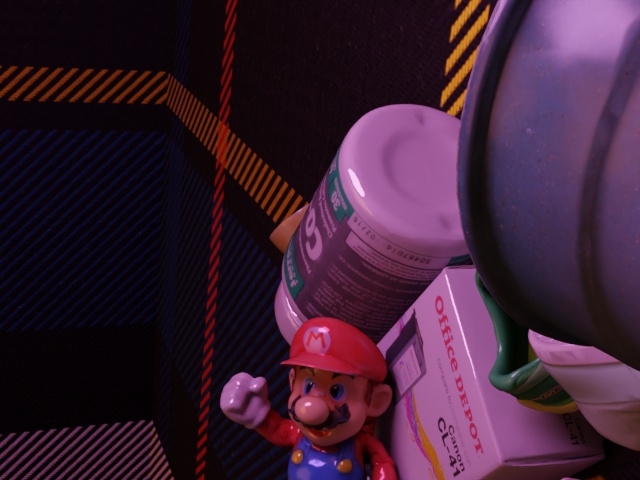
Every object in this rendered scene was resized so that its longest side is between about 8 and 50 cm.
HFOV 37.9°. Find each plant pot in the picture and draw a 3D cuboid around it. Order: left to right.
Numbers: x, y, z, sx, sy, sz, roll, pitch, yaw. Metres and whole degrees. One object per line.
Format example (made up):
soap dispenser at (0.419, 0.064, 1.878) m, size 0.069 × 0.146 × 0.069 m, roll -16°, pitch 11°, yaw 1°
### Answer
plant pot at (0.000, 0.000, 1.487) m, size 0.095 × 0.134 × 0.134 m, roll 57°, pitch 152°, yaw 9°
plant pot at (0.301, -0.022, 0.451) m, size 0.334 × 0.341 × 0.341 m, roll 40°, pitch 129°, yaw 53°

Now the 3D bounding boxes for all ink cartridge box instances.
ink cartridge box at (0.160, 0.190, 1.062) m, size 0.306 × 0.131 × 0.226 m, roll 119°, pitch 143°, yaw -55°

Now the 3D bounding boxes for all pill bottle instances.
pill bottle at (0.069, 0.013, 1.176) m, size 0.361 × 0.204 × 0.204 m, roll 120°, pitch 143°, yaw -53°

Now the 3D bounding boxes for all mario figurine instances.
mario figurine at (-0.006, 0.246, 1.050) m, size 0.170 × 0.198 × 0.320 m, roll -159°, pitch 70°, yaw -70°

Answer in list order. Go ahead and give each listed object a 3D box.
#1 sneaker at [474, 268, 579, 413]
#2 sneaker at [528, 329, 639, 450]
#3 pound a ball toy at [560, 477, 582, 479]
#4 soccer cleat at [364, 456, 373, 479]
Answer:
sneaker at (0.216, 0.012, 0.881) m, size 0.109 × 0.123 × 0.295 m, roll -12°, pitch 70°, yaw 58°
sneaker at (0.313, 0.111, 0.756) m, size 0.256 × 0.094 × 0.151 m, roll -5°, pitch 131°, yaw 46°
pound a ball toy at (0.219, 0.374, 0.870) m, size 0.208 × 0.136 × 0.319 m, roll -42°, pitch 42°, yaw 31°
soccer cleat at (0.087, 0.365, 1.367) m, size 0.179 × 0.060 × 0.072 m, roll 48°, pitch 123°, yaw 60°
